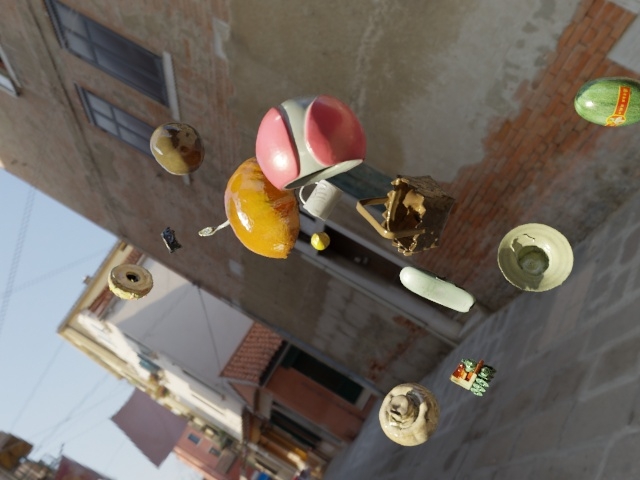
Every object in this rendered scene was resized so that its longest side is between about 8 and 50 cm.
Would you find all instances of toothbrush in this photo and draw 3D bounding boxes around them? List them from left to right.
[{"bbox_3d":[-0.279,-0.083,2.051,0.376,0.028,0.037,-21,-14,27],"label":"toothbrush"}]

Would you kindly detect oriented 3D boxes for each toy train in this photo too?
[{"bbox_3d":[0.477,0.419,1.830,0.074,0.118,0.175,-54,-21,-22],"label":"toy train"}]

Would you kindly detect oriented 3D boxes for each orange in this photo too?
[{"bbox_3d":[-0.176,-0.117,1.848,0.274,0.275,0.309,96,-170,-71],"label":"orange"}]

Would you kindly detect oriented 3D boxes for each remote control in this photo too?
[{"bbox_3d":[0.375,0.156,1.873,0.045,0.256,0.097,-65,-2,-58],"label":"remote control"}]

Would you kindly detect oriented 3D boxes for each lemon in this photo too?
[{"bbox_3d":[0.000,0.000,2.089,0.065,0.065,0.092,-59,-18,-8],"label":"lemon"}]

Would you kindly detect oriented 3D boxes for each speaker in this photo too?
[{"bbox_3d":[-0.018,-0.255,1.560,0.294,0.294,0.294,-58,-8,-13],"label":"speaker"}]

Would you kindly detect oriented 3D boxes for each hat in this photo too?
[{"bbox_3d":[0.754,0.071,2.072,0.251,0.252,0.110,-59,-17,-6],"label":"hat"}]

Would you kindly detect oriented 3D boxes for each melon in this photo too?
[{"bbox_3d":[1.082,-0.507,2.134,0.182,0.288,0.182,4,-90,-80],"label":"melon"}]

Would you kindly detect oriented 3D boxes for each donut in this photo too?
[{"bbox_3d":[-0.723,0.160,2.225,0.068,0.175,0.174,-59,-6,29],"label":"donut"}]

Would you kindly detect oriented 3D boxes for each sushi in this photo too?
[{"bbox_3d":[-0.603,-0.006,2.344,0.056,0.084,0.083,-27,-16,-4],"label":"sushi"}]

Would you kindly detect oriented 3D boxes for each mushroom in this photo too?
[{"bbox_3d":[0.237,0.460,1.559,0.166,0.166,0.127,-58,-38,-16],"label":"mushroom"}]

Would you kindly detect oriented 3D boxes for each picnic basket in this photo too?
[{"bbox_3d":[0.327,-0.098,2.285,0.321,0.254,0.291,-8,-52,-26],"label":"picnic basket"}]

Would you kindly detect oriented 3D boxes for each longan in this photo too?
[{"bbox_3d":[-0.444,-0.286,1.817,0.167,0.168,0.187,-62,-16,11],"label":"longan"}]

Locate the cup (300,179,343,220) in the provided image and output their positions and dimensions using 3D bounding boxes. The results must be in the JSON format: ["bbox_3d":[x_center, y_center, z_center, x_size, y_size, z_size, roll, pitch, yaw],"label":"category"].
[{"bbox_3d":[-0.005,-0.160,2.169,0.133,0.136,0.099,-57,13,4],"label":"cup"}]
